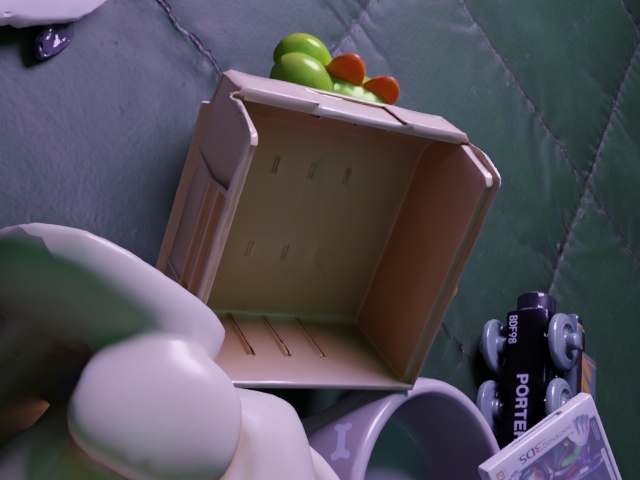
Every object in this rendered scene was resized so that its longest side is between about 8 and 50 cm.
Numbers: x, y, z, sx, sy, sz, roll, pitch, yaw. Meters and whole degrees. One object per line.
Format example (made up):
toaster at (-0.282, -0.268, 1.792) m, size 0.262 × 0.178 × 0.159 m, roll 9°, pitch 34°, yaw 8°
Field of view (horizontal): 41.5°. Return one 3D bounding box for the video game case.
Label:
video game case at (0.281, 0.302, 0.982) m, size 0.173 × 0.022 × 0.190 m, roll -27°, pitch 102°, yaw -25°

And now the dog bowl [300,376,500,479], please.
dog bowl at (0.091, 0.306, 0.906) m, size 0.349 × 0.102 × 0.348 m, roll 17°, pitch 68°, yaw -47°

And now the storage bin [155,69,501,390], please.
storage bin at (0.000, 0.000, 0.799) m, size 0.262 × 0.123 × 0.260 m, roll 7°, pitch 115°, yaw -30°

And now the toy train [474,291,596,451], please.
toy train at (0.300, 0.242, 1.133) m, size 0.190 × 0.142 × 0.334 m, roll 36°, pitch 54°, yaw -45°

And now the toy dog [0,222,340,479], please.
toy dog at (-0.151, 0.271, 0.501) m, size 0.395 × 0.285 × 0.408 m, roll 36°, pitch 41°, yaw -32°

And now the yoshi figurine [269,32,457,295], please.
yoshi figurine at (0.018, -0.070, 0.963) m, size 0.203 × 0.203 × 0.362 m, roll -42°, pitch 127°, yaw -5°

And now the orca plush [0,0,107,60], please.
orca plush at (-0.298, -0.235, 0.762) m, size 0.287 × 0.102 × 0.151 m, roll -47°, pitch 155°, yaw -30°
